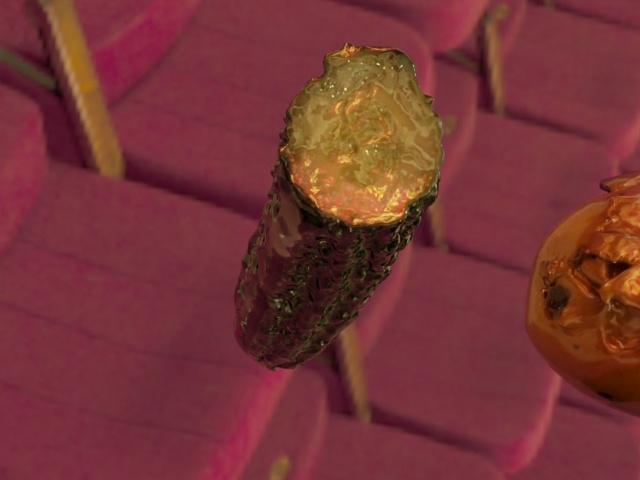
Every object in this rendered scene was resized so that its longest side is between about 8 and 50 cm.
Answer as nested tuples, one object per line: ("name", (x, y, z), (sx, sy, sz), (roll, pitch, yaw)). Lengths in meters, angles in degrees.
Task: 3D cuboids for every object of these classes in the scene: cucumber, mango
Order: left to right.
("cucumber", (0.002, 0.000, 0.720), (0.265, 0.077, 0.077), (114, -8, -67))
("mango", (0.264, 0.048, 1.087), (0.287, 0.201, 0.152), (10, 118, -41))
